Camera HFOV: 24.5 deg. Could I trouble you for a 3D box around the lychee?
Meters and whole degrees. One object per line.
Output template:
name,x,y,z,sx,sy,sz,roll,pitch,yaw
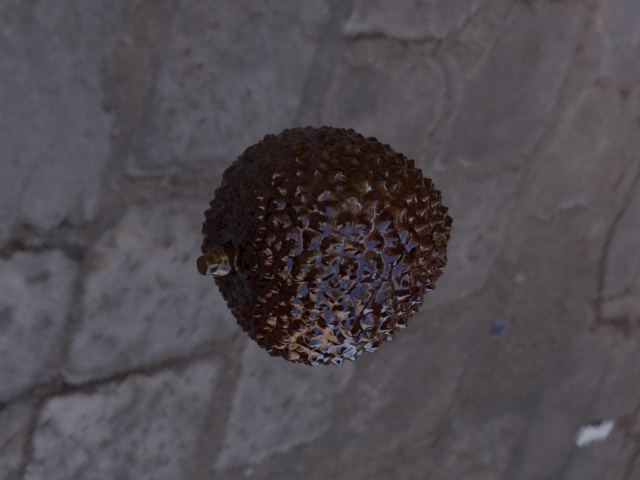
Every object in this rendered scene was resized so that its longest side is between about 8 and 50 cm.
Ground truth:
lychee,0.000,0.000,1.618,0.304,0.276,0.275,-7,127,-32
